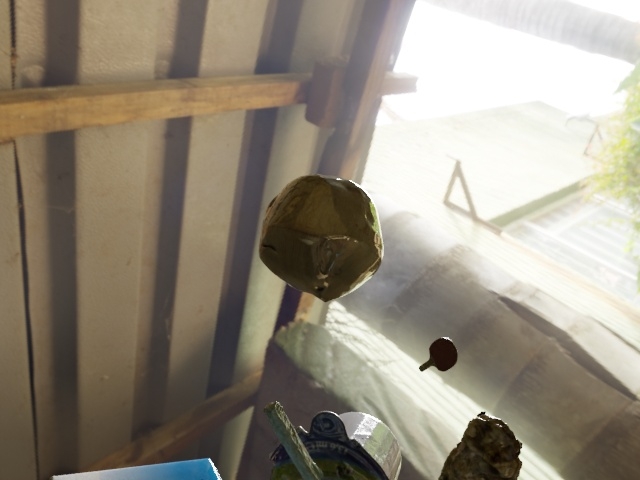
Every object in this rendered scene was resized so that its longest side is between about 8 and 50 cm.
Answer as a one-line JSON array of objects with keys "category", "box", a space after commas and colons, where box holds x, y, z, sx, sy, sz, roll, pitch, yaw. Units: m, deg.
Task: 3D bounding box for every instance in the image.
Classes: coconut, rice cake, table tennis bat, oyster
[{"category": "coconut", "box": [0.000, 0.000, 0.986, 0.224, 0.224, 0.224, -33, -39, -32]}, {"category": "rice cake", "box": [-0.036, 0.262, 0.764, 0.022, 0.121, 0.021, -27, 7, 27]}, {"category": "table tennis bat", "box": [0.327, 0.329, 1.652, 0.013, 0.087, 0.156, -4, -32, -38]}, {"category": "oyster", "box": [0.281, 0.475, 1.123, 0.078, 0.128, 0.345, -16, -49, -48]}]

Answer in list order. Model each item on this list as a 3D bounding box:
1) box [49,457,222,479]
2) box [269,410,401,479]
[{"category": "box", "box": [-0.222, 0.348, 0.703, 0.194, 0.073, 0.139, 5, -75, -30]}, {"category": "box", "box": [0.044, 0.437, 1.164, 0.206, 0.262, 0.292, -21, -74, -69]}]
